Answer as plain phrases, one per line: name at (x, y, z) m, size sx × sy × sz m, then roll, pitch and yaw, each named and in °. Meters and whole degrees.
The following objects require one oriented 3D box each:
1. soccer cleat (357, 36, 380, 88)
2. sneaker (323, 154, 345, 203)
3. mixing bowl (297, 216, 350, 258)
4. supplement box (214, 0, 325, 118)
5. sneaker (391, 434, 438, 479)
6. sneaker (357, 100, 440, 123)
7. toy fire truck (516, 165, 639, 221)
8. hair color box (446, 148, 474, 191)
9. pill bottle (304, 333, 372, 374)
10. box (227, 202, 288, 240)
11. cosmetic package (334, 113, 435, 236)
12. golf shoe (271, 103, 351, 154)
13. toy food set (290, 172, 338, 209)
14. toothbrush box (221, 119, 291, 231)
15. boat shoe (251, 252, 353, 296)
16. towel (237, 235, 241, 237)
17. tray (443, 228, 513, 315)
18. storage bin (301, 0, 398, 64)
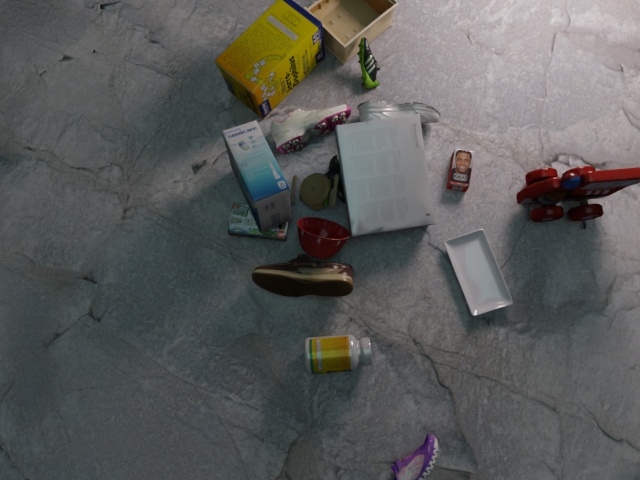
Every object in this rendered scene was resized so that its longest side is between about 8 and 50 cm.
soccer cleat at (0.182, -0.660, 1.599) m, size 0.073 × 0.060 × 0.178 m, roll -12°, pitch 108°, yaw -11°
sneaker at (0.074, -0.217, 1.537) m, size 0.089 × 0.051 × 0.170 m, roll -38°, pitch 75°, yaw 0°
mixing bowl at (0.000, 0.000, 1.452) m, size 0.182 × 0.181 × 0.098 m, roll 17°, pitch 111°, yaw 7°
supplement box at (-0.173, -0.666, 1.574) m, size 0.195 × 0.194 × 0.356 m, roll 42°, pitch 84°, yaw 11°
sneaker at (0.276, 0.698, 1.317) m, size 0.105 × 0.095 × 0.236 m, roll 28°, pitch 82°, yaw 17°
sneaker at (0.281, -0.434, 1.557) m, size 0.298 × 0.111 × 0.129 m, roll 2°, pitch 98°, yaw 5°
toy fire truck at (0.810, -0.169, 1.375) m, size 0.303 × 0.254 × 0.169 m, roll -3°, pitch 78°, yaw 3°
hair color box at (0.495, -0.248, 1.520) m, size 0.072 × 0.043 × 0.141 m, roll 11°, pitch 78°, yaw 7°
pill bottle at (0.058, 0.364, 1.384) m, size 0.209 × 0.117 × 0.117 m, roll -5°, pitch 78°, yaw 2°
box at (-0.217, -0.065, 1.524) m, size 0.207 × 0.036 × 0.113 m, roll 7°, pitch 77°, yaw 1°
cosmetic package at (0.216, -0.216, 1.462) m, size 0.285 × 0.097 × 0.376 m, roll -8°, pitch 90°, yaw 0°
golf shoe at (-0.040, -0.437, 1.562) m, size 0.307 × 0.115 × 0.140 m, roll -26°, pitch 75°, yaw -3°
toy food set at (-0.019, -0.175, 1.529) m, size 0.192 × 0.039 × 0.132 m, roll 5°, pitch 82°, yaw 29°
toothbrush box at (-0.210, -0.213, 1.442) m, size 0.126 × 0.216 × 0.295 m, roll -21°, pitch 68°, yaw -11°
boat shoe at (-0.057, 0.110, 1.459) m, size 0.343 × 0.123 × 0.123 m, roll 1°, pitch 49°, yaw 8°
towel at (-0.276, -0.053, 1.547) m, size 0.060 × 0.009 × 0.083 m, roll -10°, pitch 78°, yaw 2°
tray at (0.528, 0.107, 1.450) m, size 0.145 × 0.030 × 0.270 m, roll -18°, pitch 78°, yaw -1°
storage bin at (0.104, -0.861, 1.633) m, size 0.262 × 0.123 × 0.260 m, roll -41°, pitch 79°, yaw -4°
